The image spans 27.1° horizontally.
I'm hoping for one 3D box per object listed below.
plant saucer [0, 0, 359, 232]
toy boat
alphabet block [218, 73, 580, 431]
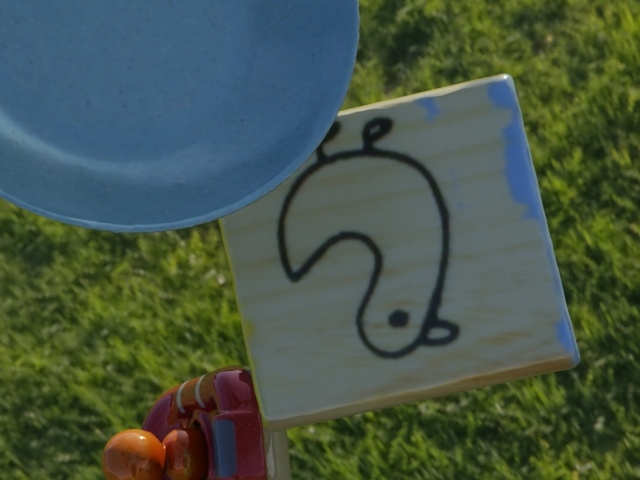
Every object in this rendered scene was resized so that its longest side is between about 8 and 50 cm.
[{"bbox_3d":[-0.081,-0.093,0.532,0.195,0.195,0.037,-54,6,-21],"label":"plant saucer"},{"bbox_3d":[-0.130,0.201,1.236,0.231,0.151,0.151,151,115,-64],"label":"toy boat"},{"bbox_3d":[0.050,0.013,0.891,0.197,0.193,0.192,-14,83,5],"label":"alphabet block"}]
